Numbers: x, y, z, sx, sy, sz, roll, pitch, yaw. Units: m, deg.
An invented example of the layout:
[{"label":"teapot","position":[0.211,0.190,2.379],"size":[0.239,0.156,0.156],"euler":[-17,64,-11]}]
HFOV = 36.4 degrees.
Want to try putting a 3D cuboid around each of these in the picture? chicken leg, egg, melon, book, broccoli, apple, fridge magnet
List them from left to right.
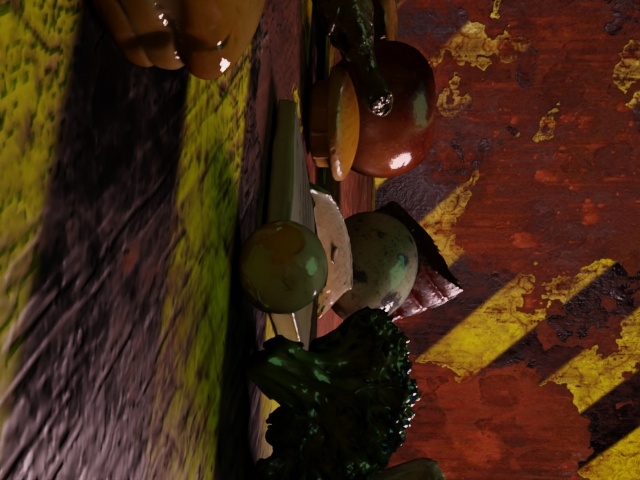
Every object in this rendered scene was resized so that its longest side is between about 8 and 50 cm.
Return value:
[{"label":"egg","position":[-0.028,0.018,0.748],"size":[0.083,0.071,0.071],"euler":[-84,173,-65]},{"label":"book","position":[-0.024,0.017,1.001],"size":[0.289,0.026,0.201],"euler":[80,12,-61]},{"label":"melon","position":[0.003,-0.001,1.245],"size":[0.098,0.054,0.182],"euler":[-49,142,-57]},{"label":"broccoli","position":[0.002,0.130,0.820],"size":[0.160,0.167,0.154],"euler":[44,18,-27]},{"label":"fridge magnet","position":[0.017,-0.145,1.210],"size":[0.143,0.063,0.143],"euler":[-1,90,-83]},{"label":"chicken leg","position":[0.044,-0.244,1.177],"size":[0.085,0.069,0.197],"euler":[-15,84,-83]},{"label":"egg","position":[0.068,0.042,1.399],"size":[0.141,0.141,0.181],"euler":[84,17,-49]},{"label":"apple","position":[0.079,-0.187,1.393],"size":[0.201,0.162,0.201],"euler":[177,-90,-85]}]

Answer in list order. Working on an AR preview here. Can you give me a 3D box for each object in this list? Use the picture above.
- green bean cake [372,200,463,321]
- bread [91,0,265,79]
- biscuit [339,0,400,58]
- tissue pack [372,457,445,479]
[{"label":"green bean cake","position":[0.122,0.034,1.575],"size":[0.097,0.199,0.232],"euler":[51,23,-27]},{"label":"bread","position":[-0.065,-0.160,0.377],"size":[0.200,0.077,0.115],"euler":[78,22,-63]},{"label":"biscuit","position":[0.075,-0.409,1.558],"size":[0.326,0.107,0.325],"euler":[-2,90,-83]},{"label":"tissue pack","position":[0.041,0.286,0.916],"size":[0.226,0.183,0.092],"euler":[78,-14,-68]}]
